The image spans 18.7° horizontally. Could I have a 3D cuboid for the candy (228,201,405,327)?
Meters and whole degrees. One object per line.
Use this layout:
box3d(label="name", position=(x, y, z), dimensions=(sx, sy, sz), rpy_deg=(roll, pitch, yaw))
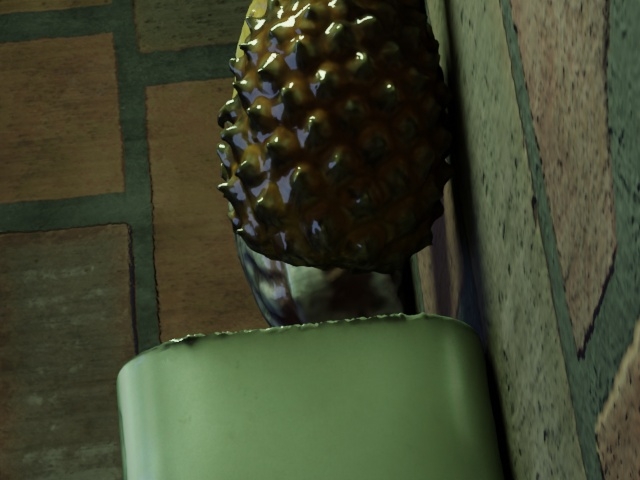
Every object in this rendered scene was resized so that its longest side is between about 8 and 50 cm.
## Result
box3d(label="candy", position=(0.000, 0.000, 1.842), dimensions=(0.289, 0.157, 0.214), rpy_deg=(-122, 11, -69))

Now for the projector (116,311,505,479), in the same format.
box3d(label="projector", position=(0.001, 0.212, 1.298), dimensions=(0.248, 0.248, 0.249), rpy_deg=(89, 174, -64))

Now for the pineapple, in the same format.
box3d(label="pineapple", position=(0.020, -0.160, 1.347), dimensions=(0.175, 0.175, 0.361), rpy_deg=(-119, 36, -83))

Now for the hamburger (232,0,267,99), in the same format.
box3d(label="hamburger", position=(0.010, -0.157, 1.495), dimensions=(0.135, 0.155, 0.208), rpy_deg=(-120, 31, -72))
